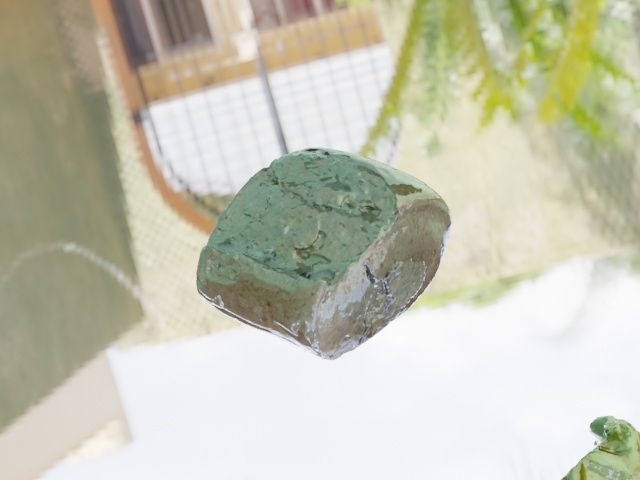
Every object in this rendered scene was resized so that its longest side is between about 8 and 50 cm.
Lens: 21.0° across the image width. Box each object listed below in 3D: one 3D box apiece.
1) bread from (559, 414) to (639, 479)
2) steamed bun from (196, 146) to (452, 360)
[{"bbox_3d":[0.164,0.220,1.255,0.232,0.088,0.128,-33,157,-34],"label":"bread"},{"bbox_3d":[0.000,0.000,1.286,0.145,0.106,0.175,27,-128,28],"label":"steamed bun"}]
